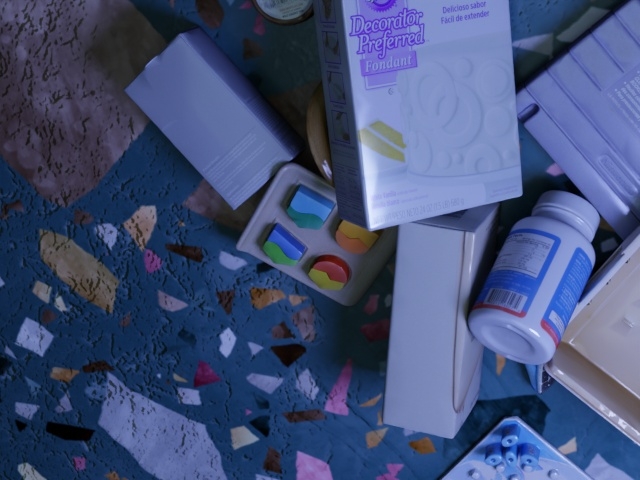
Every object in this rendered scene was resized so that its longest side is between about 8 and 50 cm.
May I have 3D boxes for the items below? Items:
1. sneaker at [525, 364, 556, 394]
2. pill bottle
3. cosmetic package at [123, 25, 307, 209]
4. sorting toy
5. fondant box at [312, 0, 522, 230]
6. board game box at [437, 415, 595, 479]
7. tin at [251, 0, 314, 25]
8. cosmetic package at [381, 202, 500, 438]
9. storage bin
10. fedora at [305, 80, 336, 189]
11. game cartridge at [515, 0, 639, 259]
[{"bbox_3d":[0.313,0.150,1.641,0.073,0.063,0.162,18,130,45],"label":"sneaker"},{"bbox_3d":[0.297,0.046,1.513,0.124,0.221,0.124,26,156,12],"label":"pill bottle"},{"bbox_3d":[-0.149,-0.177,1.600,0.127,0.107,0.238,-38,94,20],"label":"cosmetic package"},{"bbox_3d":[0.000,0.000,1.615,0.208,0.038,0.193,26,132,-8],"label":"sorting toy"},{"bbox_3d":[0.130,-0.199,1.466,0.238,0.096,0.330,-13,106,-21],"label":"fondant box"},{"bbox_3d":[0.317,0.527,1.767,0.390,0.050,0.390,39,112,-3],"label":"board game box"},{"bbox_3d":[-0.058,-0.390,1.541,0.106,0.040,0.189,-15,105,12],"label":"tin"},{"bbox_3d":[0.171,0.102,1.587,0.113,0.160,0.309,10,112,20],"label":"cosmetic package"},{"bbox_3d":[0.474,0.130,1.491,0.260,0.123,0.262,38,113,2],"label":"storage bin"},{"bbox_3d":[0.039,-0.142,1.559,0.079,0.194,0.194,-5,111,51],"label":"fedora"},{"bbox_3d":[0.449,-0.130,1.508,0.230,0.068,0.355,-40,97,17],"label":"game cartridge"}]
